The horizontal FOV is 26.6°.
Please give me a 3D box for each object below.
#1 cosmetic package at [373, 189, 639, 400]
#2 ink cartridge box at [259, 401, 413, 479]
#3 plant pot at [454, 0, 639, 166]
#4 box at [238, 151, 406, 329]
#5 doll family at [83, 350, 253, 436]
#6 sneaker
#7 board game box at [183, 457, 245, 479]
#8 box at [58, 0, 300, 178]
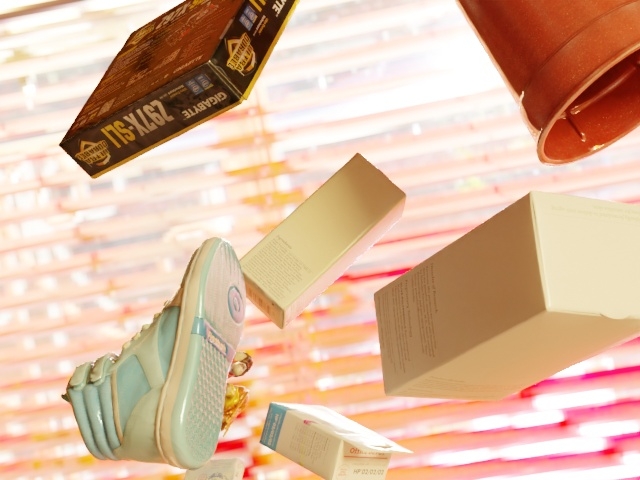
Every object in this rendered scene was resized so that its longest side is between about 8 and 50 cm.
[{"bbox_3d":[0.241,0.083,1.685,0.196,0.155,0.365,7,155,-29],"label":"cosmetic package"},{"bbox_3d":[0.020,0.270,1.763,0.104,0.062,0.181,11,-174,-45],"label":"ink cartridge box"},{"bbox_3d":[0.331,-0.287,1.825,0.272,0.265,0.272,-28,158,-13],"label":"plant pot"},{"bbox_3d":[0.000,0.000,2.081,0.275,0.113,0.094,-41,163,-18],"label":"box"},{"bbox_3d":[-0.197,0.213,1.864,0.263,0.118,0.163,-2,-178,41],"label":"doll family"},{"bbox_3d":[-0.217,0.136,1.699,0.208,0.127,0.319,-7,-130,24],"label":"sneaker"},{"bbox_3d":[-0.149,0.338,1.814,0.090,0.090,0.020,-10,145,35],"label":"board game box"},{"bbox_3d":[-0.186,-0.237,1.825,0.322,0.079,0.257,-22,-149,40],"label":"box"}]
